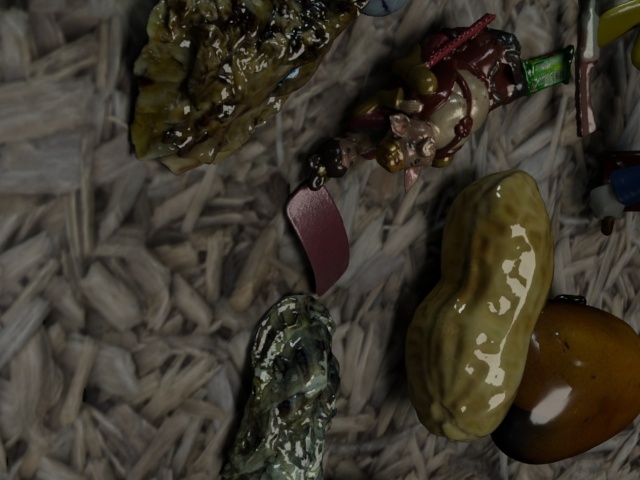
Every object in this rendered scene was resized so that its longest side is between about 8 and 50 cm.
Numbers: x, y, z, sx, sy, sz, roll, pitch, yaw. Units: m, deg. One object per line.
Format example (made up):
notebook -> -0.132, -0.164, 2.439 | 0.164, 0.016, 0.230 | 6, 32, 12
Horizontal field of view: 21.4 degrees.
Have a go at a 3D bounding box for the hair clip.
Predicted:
hair clip -> 0.001, 0.000, 1.686 | 0.054, 0.022, 0.137 | -42, 137, -24

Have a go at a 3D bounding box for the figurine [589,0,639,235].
figurine -> 0.418, -0.078, 1.973 | 0.204, 0.338, 0.283 | -10, 151, -41

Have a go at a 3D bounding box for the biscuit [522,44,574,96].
biscuit -> 0.253, -0.190, 1.897 | 0.089, 0.016, 0.046 | -22, 123, -43

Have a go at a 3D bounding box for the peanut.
peanut -> 0.176, 0.070, 1.845 | 0.147, 0.147, 0.305 | 15, 95, -53

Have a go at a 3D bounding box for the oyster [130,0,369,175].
oyster -> -0.066, -0.157, 1.468 | 0.214, 0.083, 0.223 | -8, 122, -38

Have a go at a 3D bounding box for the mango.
mango -> 0.287, 0.168, 2.017 | 0.287, 0.152, 0.201 | -8, 125, -46

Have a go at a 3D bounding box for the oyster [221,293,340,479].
oyster -> -0.036, 0.190, 1.711 | 0.199, 0.087, 0.252 | 53, 55, -49

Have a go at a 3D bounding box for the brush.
brush -> 0.294, -0.256, 1.868 | 0.084, 0.071, 0.301 | -21, 122, -32

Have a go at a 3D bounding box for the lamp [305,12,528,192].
lamp -> 0.098, -0.123, 1.667 | 0.253, 0.118, 0.118 | -38, 134, -34

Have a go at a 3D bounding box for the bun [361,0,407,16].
bun -> 0.056, -0.277, 1.550 | 0.141, 0.083, 0.141 | -56, 162, -29
